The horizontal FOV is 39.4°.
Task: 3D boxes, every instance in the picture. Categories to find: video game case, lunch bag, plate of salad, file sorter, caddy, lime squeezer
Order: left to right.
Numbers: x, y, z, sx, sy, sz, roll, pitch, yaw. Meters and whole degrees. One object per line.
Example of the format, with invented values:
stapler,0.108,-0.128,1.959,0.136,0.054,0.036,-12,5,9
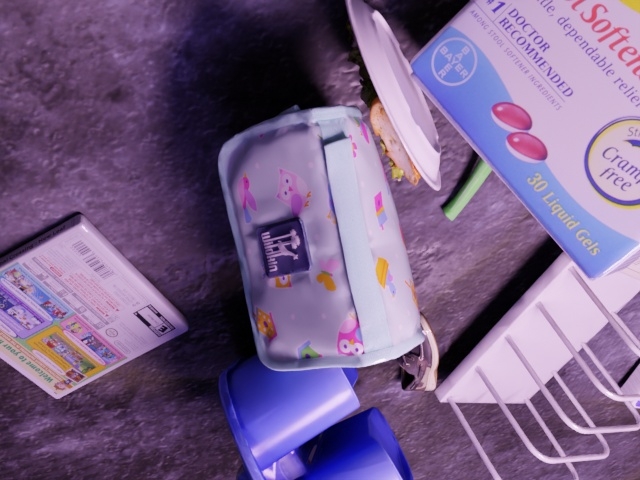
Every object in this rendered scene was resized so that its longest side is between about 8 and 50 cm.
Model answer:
video game case,-0.288,0.083,1.018,0.193,0.023,0.212,-28,134,8
caddy,-0.017,0.235,1.044,0.179,0.241,0.341,-28,178,2
lunch bag,0.000,0.000,0.821,0.160,0.262,0.223,-11,90,-7
plate of salad,0.059,-0.133,0.812,0.048,0.199,0.200,-24,134,16
lime squeezer,0.252,-0.126,0.976,0.310,0.059,0.110,-35,131,14
file sorter,0.333,0.179,1.174,0.193,0.173,0.277,9,128,-40

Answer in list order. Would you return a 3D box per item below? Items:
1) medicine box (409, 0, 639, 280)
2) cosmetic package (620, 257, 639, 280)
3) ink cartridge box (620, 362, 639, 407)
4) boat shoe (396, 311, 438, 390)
medicine box,0.279,-0.156,0.793,0.289,0.263,0.149,-44,164,23
cosmetic package,0.465,-0.015,1.075,0.309,0.113,0.160,20,144,-32
ink cartridge box,0.593,0.179,1.364,0.206,0.045,0.208,10,125,-26
boat shoe,0.127,0.156,1.191,0.049,0.056,0.152,-18,134,-8
